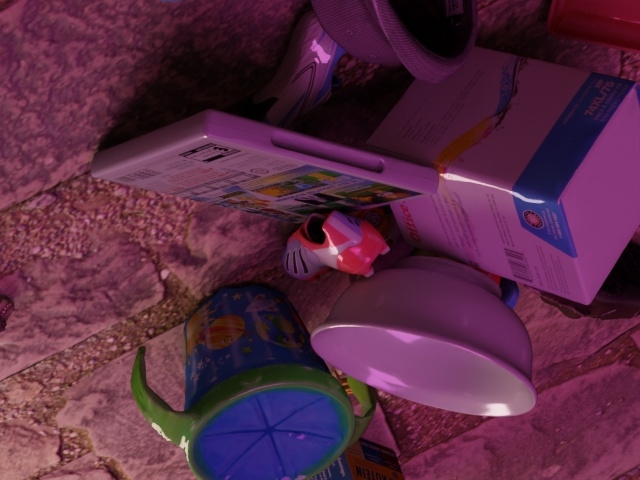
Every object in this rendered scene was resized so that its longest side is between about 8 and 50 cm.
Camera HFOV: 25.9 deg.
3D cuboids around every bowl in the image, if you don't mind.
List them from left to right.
[{"bbox_3d":[0.144,0.108,1.761,0.298,0.134,0.298,15,160,6],"label":"bowl"}]

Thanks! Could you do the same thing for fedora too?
[{"bbox_3d":[0.065,-0.291,1.537,0.124,0.243,0.275,-9,153,32],"label":"fedora"}]

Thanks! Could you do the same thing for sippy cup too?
[{"bbox_3d":[-0.091,0.190,1.915,0.240,0.224,0.305,-36,134,15],"label":"sippy cup"}]

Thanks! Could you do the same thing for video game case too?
[{"bbox_3d":[-0.074,-0.081,1.649,0.300,0.036,0.329,13,168,-29],"label":"video game case"}]

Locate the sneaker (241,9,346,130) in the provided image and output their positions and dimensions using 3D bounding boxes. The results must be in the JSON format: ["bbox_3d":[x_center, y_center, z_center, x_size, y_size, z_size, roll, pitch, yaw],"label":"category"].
[{"bbox_3d":[-0.031,-0.171,1.681,0.086,0.085,0.237,21,124,-23],"label":"sneaker"}]

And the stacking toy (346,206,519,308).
[{"bbox_3d":[0.116,0.019,1.896,0.175,0.165,0.302,-41,118,11],"label":"stacking toy"}]

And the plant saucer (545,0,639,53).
[{"bbox_3d":[0.420,-0.336,1.646,0.259,0.047,0.258,13,133,6],"label":"plant saucer"}]

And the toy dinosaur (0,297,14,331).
[{"bbox_3d":[-0.537,0.112,1.805,0.268,0.064,0.118,-12,142,-3],"label":"toy dinosaur"}]

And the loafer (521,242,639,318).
[{"bbox_3d":[0.364,0.064,1.984,0.130,0.133,0.366,-35,146,29],"label":"loafer"}]

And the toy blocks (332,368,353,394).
[{"bbox_3d":[0.094,0.185,2.095,0.148,0.054,0.123,-11,135,-9],"label":"toy blocks"}]

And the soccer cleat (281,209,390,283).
[{"bbox_3d":[0.000,0.000,1.778,0.095,0.248,0.083,42,74,-18],"label":"soccer cleat"}]

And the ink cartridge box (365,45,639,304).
[{"bbox_3d":[0.234,-0.087,1.684,0.197,0.270,0.198,-53,142,-24],"label":"ink cartridge box"}]

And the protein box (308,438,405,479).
[{"bbox_3d":[0.035,0.455,2.233,0.136,0.199,0.201,26,120,-37],"label":"protein box"}]
